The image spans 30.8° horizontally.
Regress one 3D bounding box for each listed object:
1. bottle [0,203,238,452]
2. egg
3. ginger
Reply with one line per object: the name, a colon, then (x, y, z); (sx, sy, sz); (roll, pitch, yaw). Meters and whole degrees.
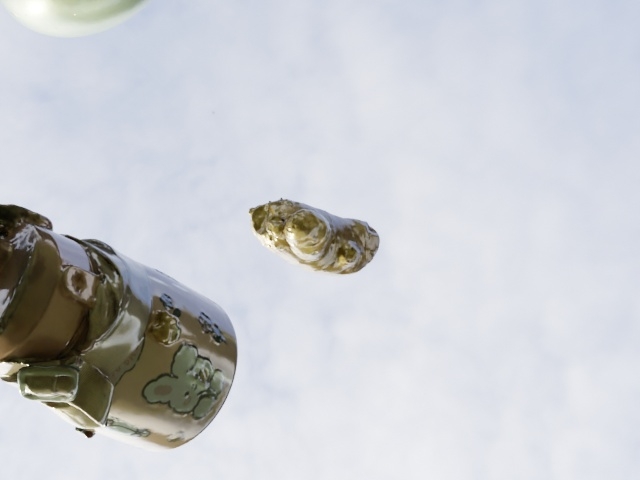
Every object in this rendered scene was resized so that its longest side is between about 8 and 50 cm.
bottle: (-0.119, 0.046, 0.578); (0.099, 0.099, 0.152); (-52, -42, 2)
egg: (-0.211, -0.265, 1.047); (0.192, 0.149, 0.149); (-32, -81, 24)
ginger: (-0.014, -0.003, 1.374); (0.115, 0.205, 0.081); (-12, -108, 25)
